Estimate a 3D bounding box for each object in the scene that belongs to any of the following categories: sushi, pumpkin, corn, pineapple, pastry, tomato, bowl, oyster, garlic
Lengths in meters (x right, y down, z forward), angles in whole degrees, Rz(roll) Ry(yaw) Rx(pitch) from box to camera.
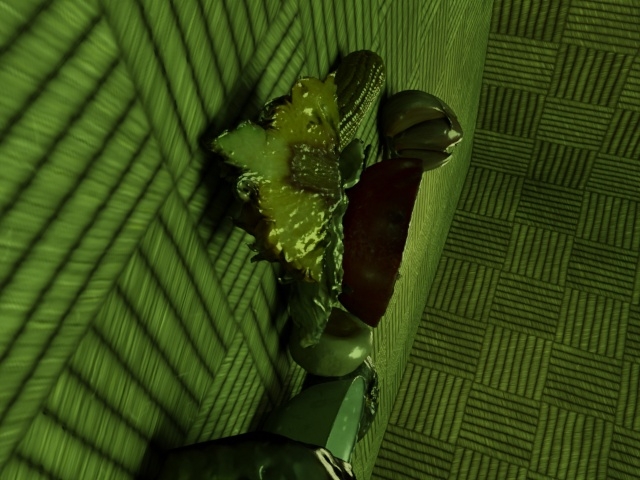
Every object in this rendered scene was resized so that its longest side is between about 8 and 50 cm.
[{"bbox_3d":[-0.077,0.403,0.844,0.294,0.281,0.300,79,22,-70],"label":"sushi"},{"bbox_3d":[0.054,0.346,1.485,0.223,0.157,0.224,3,90,-70],"label":"pumpkin"},{"bbox_3d":[0.036,-0.217,1.063,0.080,0.080,0.231,83,30,-53],"label":"corn"},{"bbox_3d":[-0.077,-0.074,0.787,0.164,0.139,0.250,-2,91,-32],"label":"pineapple"},{"bbox_3d":[0.017,0.182,1.213,0.156,0.156,0.092,-50,154,-58],"label":"pastry"},{"bbox_3d":[0.092,-0.014,1.280,0.338,0.143,0.339,14,90,-89],"label":"tomato"},{"bbox_3d":[-0.033,0.382,1.227,0.313,0.146,0.314,14,90,-73],"label":"bowl"},{"bbox_3d":[-0.002,-0.001,1.106,0.201,0.107,0.355,137,-38,-72],"label":"oyster"},{"bbox_3d":[0.221,-0.266,1.531,0.160,0.191,0.214,-95,172,-49],"label":"garlic"}]

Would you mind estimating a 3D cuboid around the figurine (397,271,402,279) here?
[{"bbox_3d":[0.143,0.066,1.701,0.122,0.121,0.176,-51,-174,26],"label":"figurine"}]
